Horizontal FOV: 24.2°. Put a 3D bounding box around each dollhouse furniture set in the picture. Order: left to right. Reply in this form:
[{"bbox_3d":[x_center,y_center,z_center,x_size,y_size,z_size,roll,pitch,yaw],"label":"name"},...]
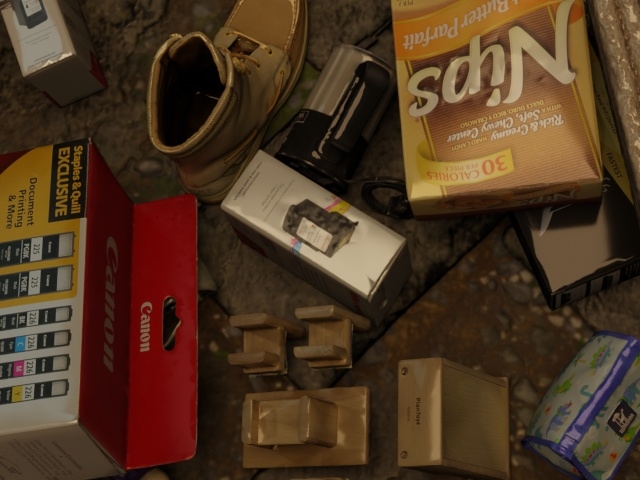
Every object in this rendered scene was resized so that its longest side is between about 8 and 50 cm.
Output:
[{"bbox_3d":[0.042,0.182,1.445,0.242,0.161,0.212,-7,73,29],"label":"dollhouse furniture set"}]

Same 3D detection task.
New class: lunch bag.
[{"bbox_3d":[0.255,0.155,1.389,0.096,0.151,0.128,32,81,15],"label":"lunch bag"}]

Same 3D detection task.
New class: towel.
[{"bbox_3d":[0.288,-0.125,1.353,0.049,0.187,0.282,-13,75,9],"label":"towel"}]

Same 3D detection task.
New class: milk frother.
[{"bbox_3d":[0.052,-0.108,1.525,0.143,0.129,0.134,32,80,-29],"label":"milk frother"}]

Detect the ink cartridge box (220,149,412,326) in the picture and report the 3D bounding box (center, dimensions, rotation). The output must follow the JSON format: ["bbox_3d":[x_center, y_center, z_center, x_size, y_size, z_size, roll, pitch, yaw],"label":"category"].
[{"bbox_3d":[0.000,0.000,1.478,0.175,0.127,0.072,32,80,13],"label":"ink cartridge box"}]

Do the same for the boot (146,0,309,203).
[{"bbox_3d":[-0.092,-0.181,1.496,0.095,0.203,0.262,22,81,12],"label":"boot"}]

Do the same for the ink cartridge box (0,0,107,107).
[{"bbox_3d":[-0.292,-0.233,1.588,0.063,0.109,0.150,-23,74,5],"label":"ink cartridge box"}]

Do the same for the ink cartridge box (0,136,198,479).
[{"bbox_3d":[-0.263,0.069,1.426,0.272,0.130,0.309,-10,58,10],"label":"ink cartridge box"}]

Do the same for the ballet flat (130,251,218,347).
[{"bbox_3d":[-0.195,0.096,1.512,0.213,0.072,0.068,-40,85,-2],"label":"ballet flat"}]

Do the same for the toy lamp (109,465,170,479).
[{"bbox_3d":[-0.106,0.311,1.439,0.080,0.080,0.274,-36,75,-2],"label":"toy lamp"}]

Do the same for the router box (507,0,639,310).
[{"bbox_3d":[0.281,-0.119,1.492,0.243,0.081,0.308,-22,74,2],"label":"router box"}]

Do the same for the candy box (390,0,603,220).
[{"bbox_3d":[0.165,-0.187,1.438,0.183,0.087,0.316,-6,75,9],"label":"candy box"}]
